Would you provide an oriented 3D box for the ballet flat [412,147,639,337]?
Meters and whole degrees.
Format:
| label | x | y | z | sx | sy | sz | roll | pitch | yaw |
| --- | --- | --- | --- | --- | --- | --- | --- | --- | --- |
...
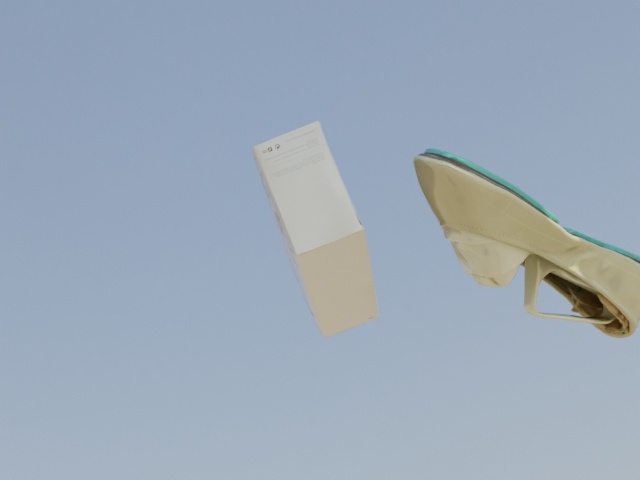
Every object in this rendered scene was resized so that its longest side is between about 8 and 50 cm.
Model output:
| label | x | y | z | sx | sy | sz | roll | pitch | yaw |
| --- | --- | --- | --- | --- | --- | --- | --- | --- | --- |
| ballet flat | 0.162 | 0.012 | 0.956 | 0.248 | 0.086 | 0.086 | 25 | -44 | -28 |

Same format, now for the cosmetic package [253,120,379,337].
| label | x | y | z | sx | sy | sz | roll | pitch | yaw |
| --- | --- | --- | --- | --- | --- | --- | --- | --- | --- |
| cosmetic package | 0.000 | 0.000 | 1.027 | 0.060 | 0.099 | 0.239 | -23 | -20 | -3 |
